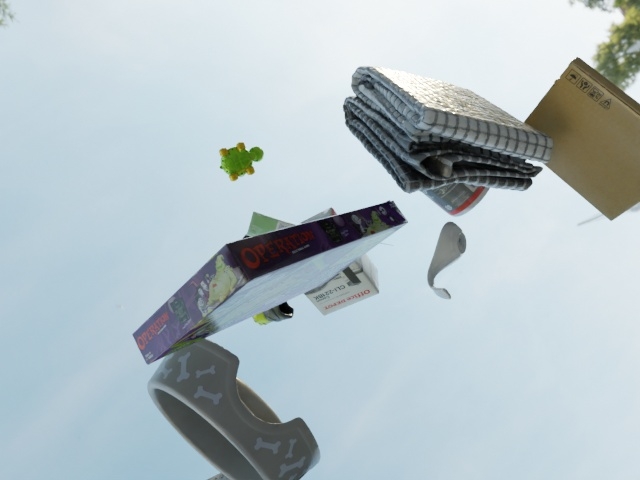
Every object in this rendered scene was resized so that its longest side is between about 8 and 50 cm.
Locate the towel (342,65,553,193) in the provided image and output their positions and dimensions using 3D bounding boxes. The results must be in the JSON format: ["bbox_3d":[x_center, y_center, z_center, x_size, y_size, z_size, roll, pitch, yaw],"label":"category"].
[{"bbox_3d":[0.186,-0.172,0.753,0.235,0.121,0.284,4,-148,-23],"label":"towel"}]

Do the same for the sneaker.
[{"bbox_3d":[-0.154,0.110,1.372,0.111,0.121,0.300,-62,-39,-56],"label":"sneaker"}]

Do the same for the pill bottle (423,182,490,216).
[{"bbox_3d":[0.402,-0.266,1.661,0.363,0.210,0.210,37,-122,-9],"label":"pill bottle"}]

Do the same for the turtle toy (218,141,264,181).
[{"bbox_3d":[-0.217,-0.223,1.308,0.130,0.066,0.095,-22,-76,-9],"label":"turtle toy"}]

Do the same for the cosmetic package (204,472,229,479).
[{"bbox_3d":[-0.154,0.626,0.954,0.138,0.224,0.224,-21,-61,-19],"label":"cosmetic package"}]

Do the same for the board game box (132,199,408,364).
[{"bbox_3d":[-0.043,0.040,0.617,0.056,0.208,0.347,55,-146,12],"label":"board game box"}]

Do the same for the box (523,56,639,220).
[{"bbox_3d":[0.393,-0.137,0.680,0.021,0.164,0.201,-39,-105,-22],"label":"box"}]

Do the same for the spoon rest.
[{"bbox_3d":[0.405,0.060,1.531,0.137,0.084,0.276,48,-128,-33],"label":"spoon rest"}]

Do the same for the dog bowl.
[{"bbox_3d":[-0.170,0.330,0.863,0.349,0.349,0.102,46,-126,-3],"label":"dog bowl"}]

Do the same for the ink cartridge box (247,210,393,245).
[{"bbox_3d":[0.000,0.000,0.928,0.235,0.171,0.056,13,-87,-38],"label":"ink cartridge box"}]

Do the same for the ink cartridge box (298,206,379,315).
[{"bbox_3d":[0.021,0.069,1.367,0.273,0.197,0.114,51,-155,-31],"label":"ink cartridge box"}]
